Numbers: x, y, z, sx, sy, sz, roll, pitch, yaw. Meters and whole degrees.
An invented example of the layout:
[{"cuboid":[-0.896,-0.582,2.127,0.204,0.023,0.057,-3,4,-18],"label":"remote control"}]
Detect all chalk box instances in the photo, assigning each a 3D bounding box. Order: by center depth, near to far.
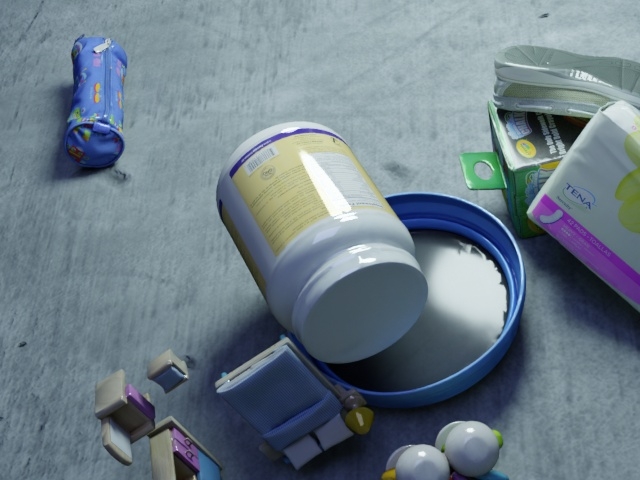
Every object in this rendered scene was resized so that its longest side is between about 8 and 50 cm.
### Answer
[{"cuboid":[0.383,-0.135,1.928,0.289,0.179,0.180,-13,48,5],"label":"chalk box"}]

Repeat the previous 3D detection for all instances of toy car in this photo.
[{"cuboid":[0.183,0.336,1.604,0.182,0.159,0.136,-24,82,-7],"label":"toy car"}]

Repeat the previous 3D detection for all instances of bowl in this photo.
[{"cuboid":[0.137,0.095,1.839,0.391,0.077,0.391,-10,50,12],"label":"bowl"}]

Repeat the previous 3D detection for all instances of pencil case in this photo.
[{"cuboid":[-0.452,-0.291,2.323,0.119,0.133,0.306,11,45,-19],"label":"pencil case"}]

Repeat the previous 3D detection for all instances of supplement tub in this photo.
[{"cuboid":[0.000,0.000,1.753,0.241,0.241,0.331,-25,49,-8],"label":"supplement tub"}]

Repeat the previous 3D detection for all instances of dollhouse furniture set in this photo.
[{"cuboid":[-0.103,0.269,1.588,0.303,0.286,0.198,-32,36,10],"label":"dollhouse furniture set"}]

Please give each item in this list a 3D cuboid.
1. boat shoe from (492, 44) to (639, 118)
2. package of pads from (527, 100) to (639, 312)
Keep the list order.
[{"cuboid":[0.429,-0.229,1.822,0.320,0.103,0.118,14,37,19],"label":"boat shoe"},{"cuboid":[0.487,-0.041,1.720,0.296,0.229,0.101,42,36,17],"label":"package of pads"}]
